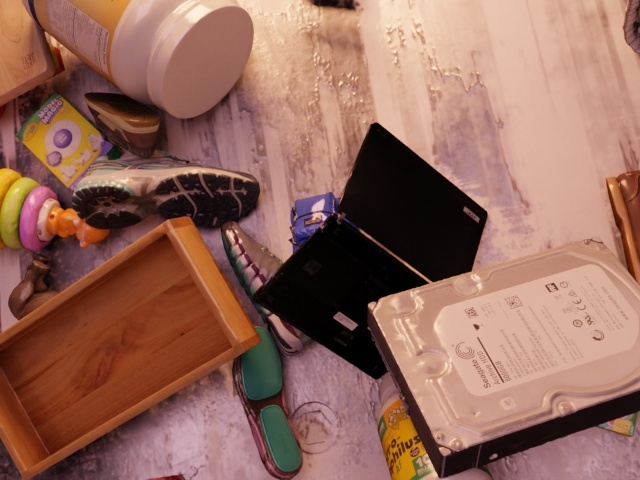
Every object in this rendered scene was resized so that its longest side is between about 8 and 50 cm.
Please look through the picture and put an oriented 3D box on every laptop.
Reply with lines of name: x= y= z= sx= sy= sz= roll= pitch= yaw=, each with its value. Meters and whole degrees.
laptop: x=0.076 y=0.020 z=1.122 sx=0.234 sy=0.136 sz=0.264 roll=35 pitch=112 yaw=-22

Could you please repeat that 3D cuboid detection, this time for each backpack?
backpack: x=0.000 y=0.000 z=1.163 sx=0.098 sy=0.101 sz=0.120 roll=-16 pitch=51 yaw=15

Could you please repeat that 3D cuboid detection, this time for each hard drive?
hard drive: x=0.254 y=0.130 z=1.002 sx=0.339 sy=0.064 sz=0.237 roll=-15 pitch=47 yaw=-10

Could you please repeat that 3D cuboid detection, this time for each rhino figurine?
rhino figurine: x=-0.382 y=0.121 z=1.255 sx=0.243 sy=0.073 sz=0.106 roll=30 pitch=96 yaw=16

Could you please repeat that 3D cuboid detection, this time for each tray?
tray: x=-0.306 y=0.158 z=1.161 sx=0.411 sy=0.076 sz=0.203 roll=-32 pitch=87 yaw=18

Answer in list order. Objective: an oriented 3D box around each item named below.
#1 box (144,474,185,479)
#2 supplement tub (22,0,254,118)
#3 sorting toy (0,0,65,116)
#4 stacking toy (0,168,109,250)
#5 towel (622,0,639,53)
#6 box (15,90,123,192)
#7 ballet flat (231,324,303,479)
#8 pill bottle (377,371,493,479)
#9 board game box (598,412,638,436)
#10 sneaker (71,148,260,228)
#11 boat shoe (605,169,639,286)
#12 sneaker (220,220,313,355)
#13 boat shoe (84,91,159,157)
box: x=-0.176 y=0.457 z=1.101 sx=0.257 sy=0.122 sz=0.128 roll=43 pitch=91 yaw=18
supplement tub: x=-0.281 y=-0.353 z=1.258 sx=0.316 sy=0.228 sz=0.228 roll=38 pitch=88 yaw=18
sorting toy: x=-0.569 y=-0.327 z=1.387 sx=0.255 sy=0.089 sz=0.257 roll=-24 pitch=74 yaw=15
stacking toy: x=-0.479 y=-0.045 z=1.291 sx=0.302 sy=0.166 sz=0.175 roll=11 pitch=66 yaw=4
towel: x=0.516 y=-0.368 z=1.039 sx=0.121 sy=0.284 sz=0.235 roll=39 pitch=90 yaw=17
box: x=-0.424 y=-0.168 z=1.349 sx=0.179 sy=0.043 sz=0.105 roll=41 pitch=89 yaw=20
ballet flat: x=-0.085 y=0.235 z=1.157 sx=0.077 sy=0.079 sz=0.221 roll=-8 pitch=72 yaw=-33
pill bottle: x=0.137 y=0.259 z=1.032 sx=0.118 sy=0.117 sz=0.208 roll=-25 pitch=35 yaw=7
board game box: x=0.303 y=0.167 z=1.100 sx=0.259 sy=0.039 sz=0.124 roll=14 pitch=80 yaw=19
sneaker: x=-0.234 y=-0.098 z=1.252 sx=0.283 sy=0.110 sz=0.122 roll=0 pitch=46 yaw=0
boat shoe: x=0.439 y=0.002 z=1.082 sx=0.073 sy=0.073 sz=0.207 roll=-11 pitch=75 yaw=13
sneaker: x=-0.064 y=0.057 z=1.203 sx=0.098 sy=0.083 sz=0.223 roll=-27 pitch=77 yaw=-14
boat shoe: x=-0.317 y=-0.184 z=1.276 sx=0.223 sy=0.080 sz=0.073 roll=31 pitch=121 yaw=50
